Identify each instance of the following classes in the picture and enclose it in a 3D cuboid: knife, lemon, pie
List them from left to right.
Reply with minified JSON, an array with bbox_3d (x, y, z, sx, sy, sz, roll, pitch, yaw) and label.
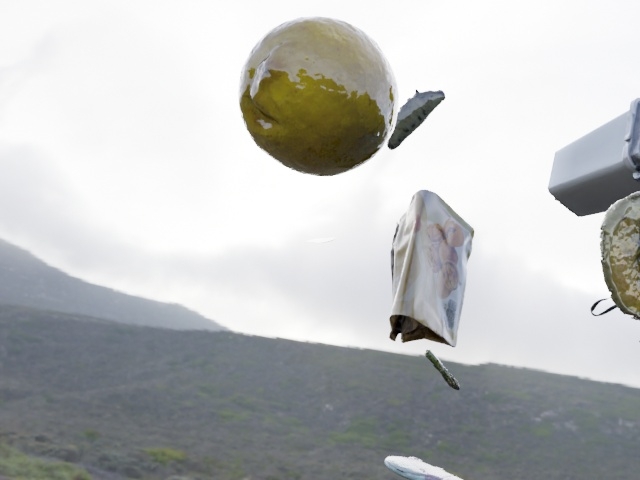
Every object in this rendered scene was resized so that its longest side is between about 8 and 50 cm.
[{"bbox_3d":[-0.004,-0.254,1.262,0.297,0.297,0.297,9,-17,3],"label":"lemon"},{"bbox_3d":[0.289,0.450,1.183,0.399,0.038,0.132,16,1,33],"label":"knife"},{"bbox_3d":[0.652,0.032,1.379,0.274,0.274,0.055,16,-10,-17],"label":"pie"}]

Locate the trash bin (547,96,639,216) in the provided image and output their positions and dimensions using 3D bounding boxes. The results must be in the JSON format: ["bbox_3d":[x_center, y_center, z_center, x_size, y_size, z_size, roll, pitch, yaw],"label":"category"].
[{"bbox_3d":[0.871,-0.204,2.081,0.256,0.296,0.368,31,-29,-23],"label":"trash bin"}]

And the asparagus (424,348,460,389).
[{"bbox_3d":[0.388,0.413,2.245,0.165,0.030,0.036,51,-19,-4],"label":"asparagus"}]

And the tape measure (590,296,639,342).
[{"bbox_3d":[0.695,0.172,1.541,0.180,0.104,0.107,26,-24,46],"label":"tape measure"}]

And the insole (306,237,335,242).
[{"bbox_3d":[0.000,0.000,1.660,0.045,0.002,0.135,-17,7,-23],"label":"insole"}]

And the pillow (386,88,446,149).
[{"bbox_3d":[0.278,-0.389,2.188,0.093,0.241,0.051,46,7,9],"label":"pillow"}]

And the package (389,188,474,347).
[{"bbox_3d":[0.218,0.073,1.634,0.165,0.311,0.221,-10,-31,40],"label":"package"}]
